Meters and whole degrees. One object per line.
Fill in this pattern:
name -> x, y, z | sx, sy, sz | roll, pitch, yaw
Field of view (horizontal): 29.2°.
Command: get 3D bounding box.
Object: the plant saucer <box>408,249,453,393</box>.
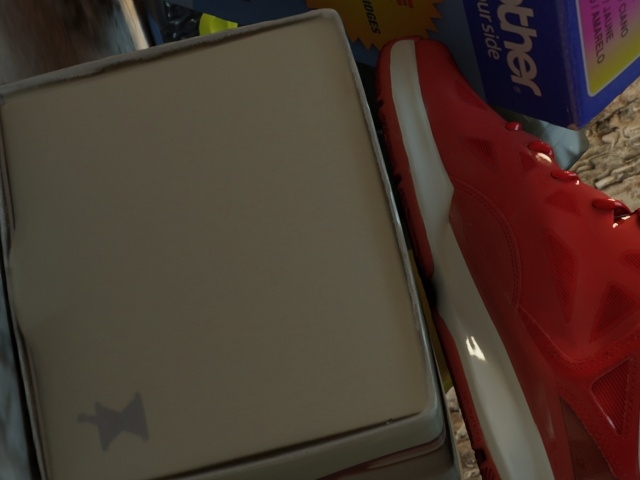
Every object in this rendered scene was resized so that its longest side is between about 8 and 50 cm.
plant saucer -> 0.116, 0.008, 1.316 | 0.333, 0.081, 0.333 | -56, -141, 38

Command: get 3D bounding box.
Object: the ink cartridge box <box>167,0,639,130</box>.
ink cartridge box -> 0.033, -0.222, 0.551 | 0.395, 0.151, 0.270 | 22, -36, 39

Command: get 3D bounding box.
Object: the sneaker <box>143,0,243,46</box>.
sneaker -> -0.080, -0.127, 0.859 | 0.082, 0.069, 0.209 | 33, -19, 43

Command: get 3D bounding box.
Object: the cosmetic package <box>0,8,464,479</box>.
cosmetic package -> -0.018, 0.044, 0.525 | 0.296, 0.129, 0.153 | 62, 15, -72

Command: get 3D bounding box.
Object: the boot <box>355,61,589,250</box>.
boot -> -0.017, -0.199, 1.115 | 0.445, 0.367, 0.146 | 53, 44, -12

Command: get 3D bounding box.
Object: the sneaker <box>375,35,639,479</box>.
sneaker -> 0.101, -0.001, 0.488 | 0.087, 0.128, 0.221 | 68, 8, -62
